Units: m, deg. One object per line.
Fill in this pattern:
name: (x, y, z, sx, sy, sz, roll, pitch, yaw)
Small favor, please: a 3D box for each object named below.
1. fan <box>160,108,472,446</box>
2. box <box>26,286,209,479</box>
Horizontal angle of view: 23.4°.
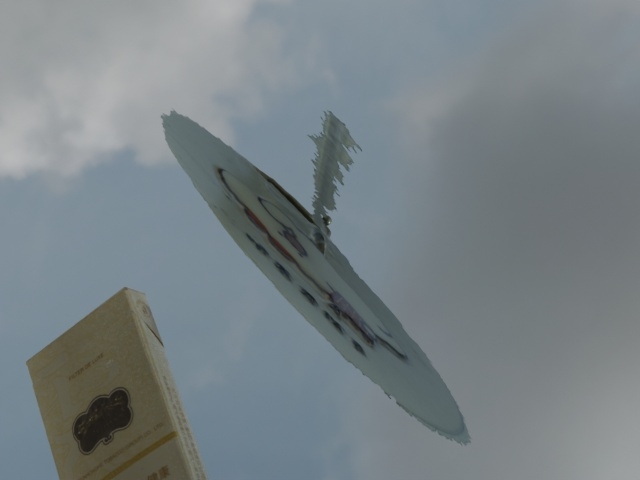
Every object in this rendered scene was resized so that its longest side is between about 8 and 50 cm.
fan: (0.001, -0.001, 0.593, 0.009, 0.329, 0.191, -42, -99, -10)
box: (-0.118, 0.119, 0.912, 0.090, 0.024, 0.167, -36, -123, 21)
